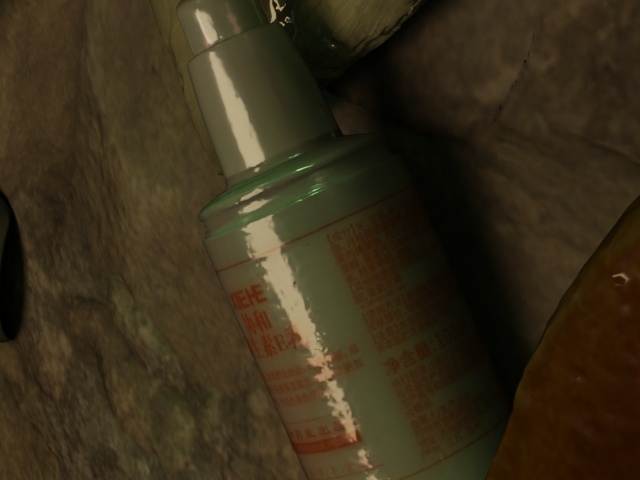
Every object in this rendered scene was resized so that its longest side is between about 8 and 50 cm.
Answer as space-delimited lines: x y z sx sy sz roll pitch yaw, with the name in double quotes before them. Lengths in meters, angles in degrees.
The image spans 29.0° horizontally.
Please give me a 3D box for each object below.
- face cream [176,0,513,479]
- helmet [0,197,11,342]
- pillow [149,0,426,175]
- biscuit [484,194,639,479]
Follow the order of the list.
"face cream" 0.000 0.000 0.558 0.101 0.101 0.251 -19 96 53
"helmet" -0.325 0.013 0.993 0.177 0.107 0.153 35 132 38
"pillow" -0.012 -0.140 0.585 0.230 0.050 0.148 -34 83 48
"biscuit" 0.200 0.162 0.421 0.350 0.070 0.394 40 132 29
